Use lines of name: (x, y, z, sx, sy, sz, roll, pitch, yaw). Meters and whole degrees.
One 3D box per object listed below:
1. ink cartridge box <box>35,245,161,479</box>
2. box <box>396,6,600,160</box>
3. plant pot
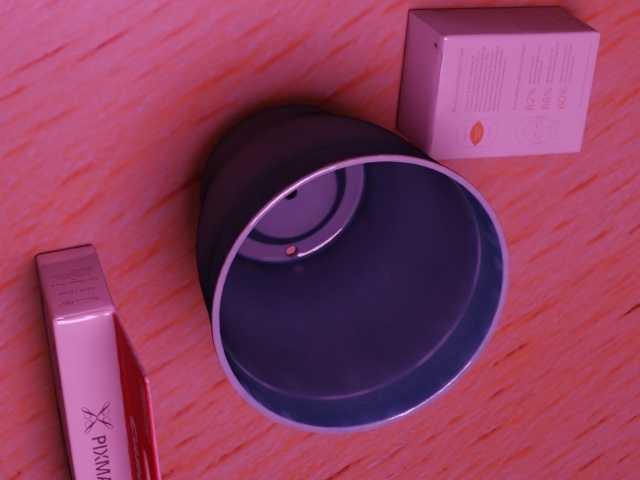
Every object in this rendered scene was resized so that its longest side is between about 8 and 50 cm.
ink cartridge box: (-0.207, 0.192, 1.284, 0.066, 0.261, 0.296, -11, 118, -15)
box: (0.175, -0.159, 1.340, 0.170, 0.091, 0.130, -4, 117, -18)
plant pot: (0.000, 0.000, 1.263, 0.271, 0.255, 0.272, -8, 117, -16)
